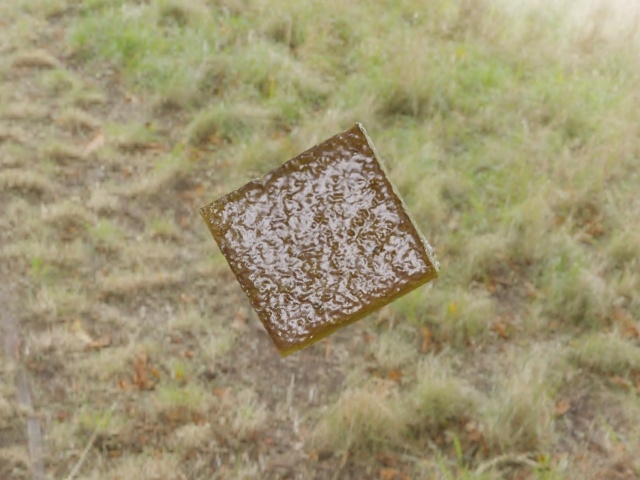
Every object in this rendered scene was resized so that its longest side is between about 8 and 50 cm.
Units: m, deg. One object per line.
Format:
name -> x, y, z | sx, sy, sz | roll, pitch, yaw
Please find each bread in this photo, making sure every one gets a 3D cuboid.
bread -> 0.000, 0.000, 0.551 | 0.094, 0.090, 0.035 | -28, 8, 10
